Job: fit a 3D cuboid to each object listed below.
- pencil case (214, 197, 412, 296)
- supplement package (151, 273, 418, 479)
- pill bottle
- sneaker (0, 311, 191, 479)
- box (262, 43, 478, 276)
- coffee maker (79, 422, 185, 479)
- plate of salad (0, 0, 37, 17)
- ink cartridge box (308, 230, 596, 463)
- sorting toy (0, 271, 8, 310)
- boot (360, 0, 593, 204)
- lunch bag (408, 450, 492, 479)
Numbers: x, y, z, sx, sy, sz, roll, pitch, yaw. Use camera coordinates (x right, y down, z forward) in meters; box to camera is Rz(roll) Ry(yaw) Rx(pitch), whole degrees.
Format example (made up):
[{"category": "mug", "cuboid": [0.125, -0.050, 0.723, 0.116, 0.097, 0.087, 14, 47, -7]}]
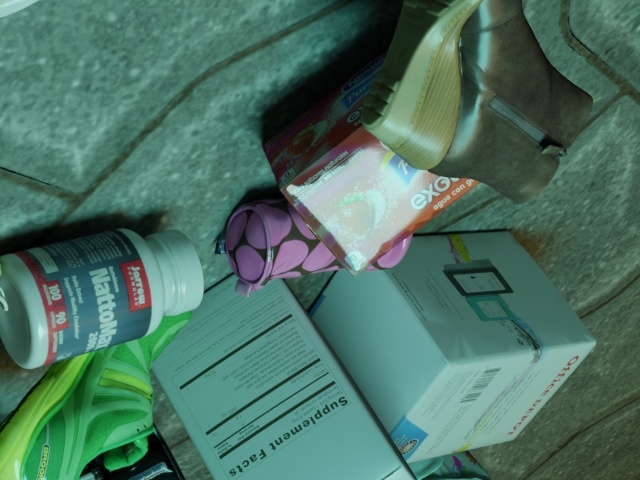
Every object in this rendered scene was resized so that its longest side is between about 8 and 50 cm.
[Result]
[{"category": "pencil case", "cuboid": [0.000, 0.000, 1.494, 0.209, 0.095, 0.098, -6, 105, -37]}, {"category": "supplement package", "cuboid": [-0.037, 0.199, 1.541, 0.175, 0.293, 0.177, -33, 151, -2]}, {"category": "pill bottle", "cuboid": [-0.206, 0.047, 1.336, 0.180, 0.108, 0.108, -15, 146, -31]}, {"category": "sneaker", "cuboid": [-0.213, 0.159, 1.401, 0.109, 0.123, 0.295, -37, -170, 47]}, {"category": "box", "cuboid": [0.084, -0.104, 1.346, 0.257, 0.128, 0.122, -37, 115, 6]}, {"category": "coffee maker", "cuboid": [-0.243, 0.300, 1.619, 0.178, 0.120, 0.171, -25, 112, -16]}, {"category": "plate of salad", "cuboid": [-0.228, -0.219, 0.984, 0.200, 0.048, 0.200, -25, 149, -17]}, {"category": "ink cartridge box", "cuboid": [0.145, 0.127, 1.714, 0.270, 0.197, 0.198, -3, 137, -43]}, {"category": "sorting toy", "cuboid": [-0.299, 0.026, 1.245, 0.045, 0.075, 0.083, -36, 151, 3]}, {"category": "boot", "cuboid": [0.162, -0.162, 1.229, 0.207, 0.090, 0.248, 19, 108, -37]}, {"category": "lunch bag", "cuboid": [0.066, 0.268, 1.819, 0.160, 0.223, 0.262, -49, 146, 14]}]
